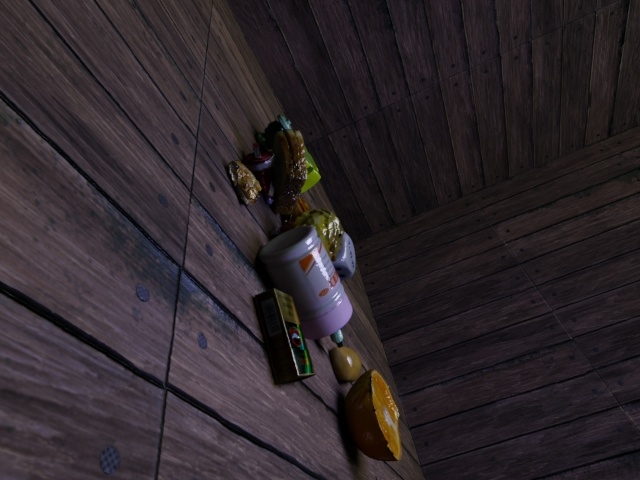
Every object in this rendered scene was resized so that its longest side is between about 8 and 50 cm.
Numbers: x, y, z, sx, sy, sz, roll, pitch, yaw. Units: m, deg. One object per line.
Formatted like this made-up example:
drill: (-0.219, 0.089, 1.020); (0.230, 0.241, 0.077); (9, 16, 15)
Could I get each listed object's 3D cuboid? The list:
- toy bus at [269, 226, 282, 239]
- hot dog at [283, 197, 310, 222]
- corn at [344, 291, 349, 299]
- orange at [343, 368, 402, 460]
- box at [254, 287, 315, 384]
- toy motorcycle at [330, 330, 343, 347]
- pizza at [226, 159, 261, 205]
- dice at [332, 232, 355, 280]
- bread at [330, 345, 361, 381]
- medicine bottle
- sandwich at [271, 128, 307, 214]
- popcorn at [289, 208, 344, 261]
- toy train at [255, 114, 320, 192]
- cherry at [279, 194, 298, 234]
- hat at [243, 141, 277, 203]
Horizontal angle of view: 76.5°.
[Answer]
toy bus: (-0.149, 0.017, 1.492); (0.052, 0.037, 0.131); (-23, 92, -76)
hot dog: (-0.091, -0.089, 1.790); (0.158, 0.117, 0.349); (44, 13, -47)
corn: (0.086, 0.280, 2.057); (0.091, 0.091, 0.260); (26, -12, 27)
orange: (0.204, 0.616, 1.457); (0.310, 0.274, 0.274); (-50, 123, -41)
box: (-0.095, 0.261, 1.107); (0.159, 0.071, 0.240); (51, 19, -69)
toy motorcycle: (0.017, 0.240, 1.540); (0.196, 0.125, 0.331); (85, -15, -64)
pizza: (-0.244, -0.179, 1.339); (0.182, 0.062, 0.161); (59, 17, -50)
dice: (0.058, 0.078, 1.948); (0.192, 0.194, 0.193); (58, 31, -50)
bread: (0.115, 0.507, 1.672); (0.217, 0.098, 0.147); (43, 30, -67)
medicine bottle: (-0.044, 0.132, 1.302); (0.202, 0.202, 0.316); (-89, 155, -69)
sandwich: (-0.135, -0.273, 1.611); (0.288, 0.099, 0.254); (121, -40, -58)
popcorn: (0.000, 0.000, 1.492); (0.266, 0.192, 0.233); (-9, 100, -54)
toy train: (-0.144, -0.399, 1.883); (0.272, 0.179, 0.442); (44, 15, -38)
cherry: (-0.119, -0.060, 1.551); (0.107, 0.090, 0.226); (-26, 126, -41)
hat: (-0.224, -0.247, 1.568); (0.140, 0.128, 0.227); (38, -37, 49)
